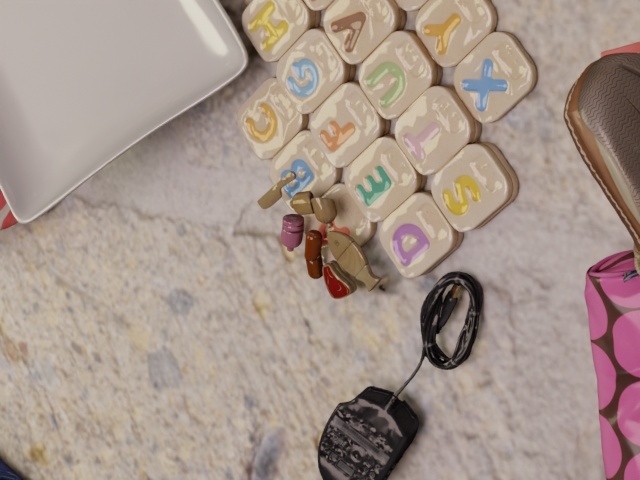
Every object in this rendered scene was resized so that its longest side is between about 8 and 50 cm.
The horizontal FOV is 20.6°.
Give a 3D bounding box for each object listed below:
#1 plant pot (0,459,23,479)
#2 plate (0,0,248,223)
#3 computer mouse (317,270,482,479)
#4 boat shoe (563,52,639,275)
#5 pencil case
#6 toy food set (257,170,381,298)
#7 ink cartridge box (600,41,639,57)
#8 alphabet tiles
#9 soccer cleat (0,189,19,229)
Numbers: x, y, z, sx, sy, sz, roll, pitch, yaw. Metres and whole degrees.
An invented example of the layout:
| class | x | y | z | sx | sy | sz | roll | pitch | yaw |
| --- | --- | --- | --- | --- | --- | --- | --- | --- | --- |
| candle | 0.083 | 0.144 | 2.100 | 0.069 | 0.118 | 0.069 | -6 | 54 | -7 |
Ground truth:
| class | x | y | z | sx | sy | sz | roll | pitch | yaw |
| --- | --- | --- | --- | --- | --- | --- | --- | --- | --- |
| plant pot | -0.450 | 0.309 | 1.831 | 0.212 | 0.236 | 0.236 | 54 | 127 | 25 |
| plate | -0.221 | -0.198 | 1.605 | 0.277 | 0.045 | 0.278 | -34 | 76 | 21 |
| computer mouse | 0.071 | 0.125 | 1.495 | 0.071 | 0.041 | 0.242 | 40 | 115 | 15 |
| boat shoe | 0.260 | 0.008 | 1.187 | 0.324 | 0.123 | 0.116 | 47 | 152 | -22 |
| pencil case | 0.253 | 0.112 | 1.309 | 0.098 | 0.095 | 0.209 | -4 | 100 | 28 |
| toy food set | 0.000 | 0.000 | 1.512 | 0.122 | 0.019 | 0.078 | 55 | 134 | 5 |
| ink cartridge box | 0.307 | -0.123 | 1.193 | 0.198 | 0.115 | 0.067 | -12 | 91 | 40 |
| alphabet tiles | 0.044 | -0.117 | 1.466 | 0.278 | 0.021 | 0.284 | -42 | 74 | 37 |
| soccer cleat | -0.406 | -0.035 | 1.782 | 0.318 | 0.116 | 0.109 | -13 | 92 | 39 |
